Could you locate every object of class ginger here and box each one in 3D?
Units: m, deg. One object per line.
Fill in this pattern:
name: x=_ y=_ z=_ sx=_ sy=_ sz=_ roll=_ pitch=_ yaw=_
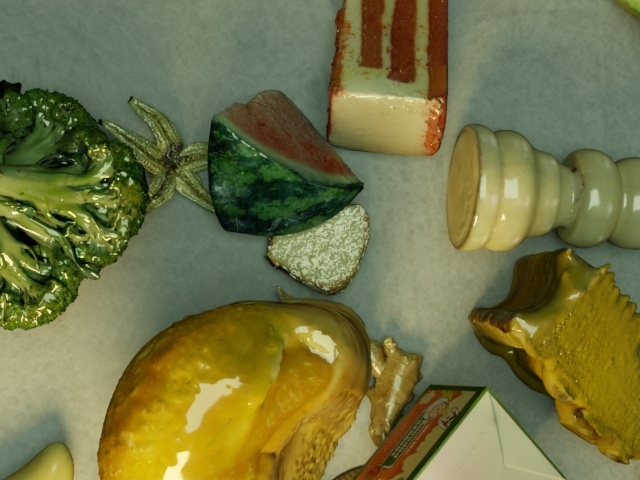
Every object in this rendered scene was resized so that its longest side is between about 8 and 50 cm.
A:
ginger: x=0.109 y=0.236 z=1.891 sx=0.193 sy=0.052 sz=0.176 roll=28 pitch=73 yaw=-6

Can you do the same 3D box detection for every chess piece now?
chess piece: x=0.327 y=-0.059 z=1.885 sx=0.300 sy=0.167 sz=0.167 roll=5 pitch=87 yaw=-11

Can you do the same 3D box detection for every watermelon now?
watermelon: x=-0.044 y=-0.113 z=1.840 sx=0.207 sy=0.136 sz=0.202 roll=1 pitch=79 yaw=-7

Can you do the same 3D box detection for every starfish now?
starfish: x=-0.199 y=-0.091 z=1.879 sx=0.223 sy=0.050 sz=0.217 roll=46 pitch=66 yaw=-6

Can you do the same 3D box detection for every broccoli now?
broccoli: x=-0.377 y=-0.041 z=1.753 sx=0.304 sy=0.283 sz=0.321 roll=20 pitch=84 yaw=24

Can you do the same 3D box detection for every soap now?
soap: x=0.350 y=0.157 z=1.773 sx=0.304 sy=0.339 sz=0.169 roll=39 pitch=87 yaw=-1

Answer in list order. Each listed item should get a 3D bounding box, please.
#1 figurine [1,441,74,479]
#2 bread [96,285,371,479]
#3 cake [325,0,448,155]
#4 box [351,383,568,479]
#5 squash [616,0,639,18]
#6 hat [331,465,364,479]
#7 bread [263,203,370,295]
figurine: x=-0.474 y=0.326 z=1.816 sx=0.325 sy=0.124 sz=0.222 roll=-23 pitch=86 yaw=-8
bread: x=-0.115 y=0.207 z=1.727 sx=0.250 sy=0.394 sz=0.361 roll=28 pitch=89 yaw=13
cake: x=0.091 y=-0.251 z=1.858 sx=0.158 sy=0.159 sz=0.262 roll=4 pitch=86 yaw=-1
box: x=0.167 y=0.310 z=1.798 sx=0.177 sy=0.148 sz=0.195 roll=48 pitch=67 yaw=-16
squash: x=0.529 y=-0.359 z=1.902 sx=0.237 sy=0.155 sz=0.204 roll=-37 pitch=93 yaw=-4
hat: x=0.076 y=0.395 z=1.871 sx=0.193 sy=0.082 sz=0.193 roll=0 pitch=89 yaw=-4
bread: x=0.000 y=0.000 z=1.901 sx=0.126 sy=0.044 sz=0.129 roll=25 pitch=89 yaw=4
